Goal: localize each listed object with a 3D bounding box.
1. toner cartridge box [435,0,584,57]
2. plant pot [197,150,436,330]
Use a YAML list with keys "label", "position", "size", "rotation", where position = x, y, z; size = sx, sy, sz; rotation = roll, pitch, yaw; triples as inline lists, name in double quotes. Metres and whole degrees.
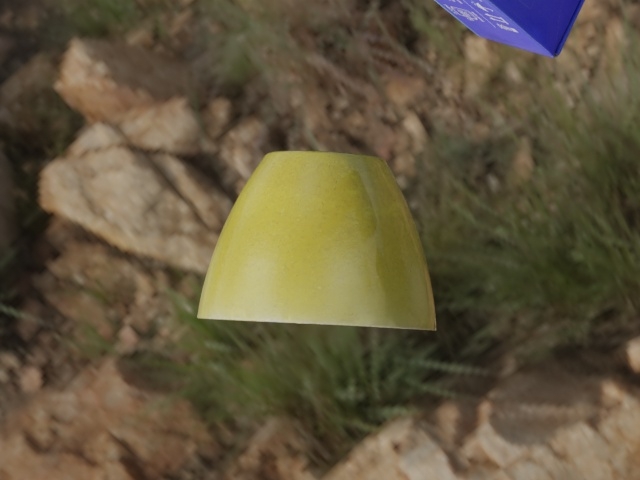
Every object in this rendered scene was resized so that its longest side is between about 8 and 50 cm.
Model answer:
- label: "toner cartridge box"
  position: [0.076, -0.262, 1.152]
  size: [0.075, 0.348, 0.165]
  rotation: [21, 84, 40]
- label: "plant pot"
  position: [0.000, 0.000, 1.019]
  size: [0.134, 0.134, 0.095]
  rotation: [1, 87, 26]
